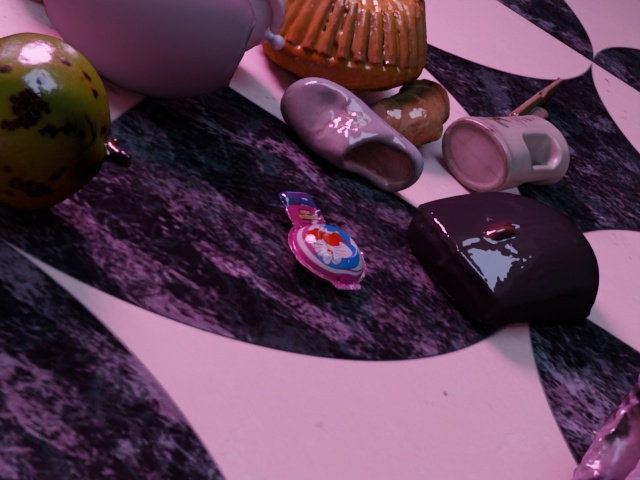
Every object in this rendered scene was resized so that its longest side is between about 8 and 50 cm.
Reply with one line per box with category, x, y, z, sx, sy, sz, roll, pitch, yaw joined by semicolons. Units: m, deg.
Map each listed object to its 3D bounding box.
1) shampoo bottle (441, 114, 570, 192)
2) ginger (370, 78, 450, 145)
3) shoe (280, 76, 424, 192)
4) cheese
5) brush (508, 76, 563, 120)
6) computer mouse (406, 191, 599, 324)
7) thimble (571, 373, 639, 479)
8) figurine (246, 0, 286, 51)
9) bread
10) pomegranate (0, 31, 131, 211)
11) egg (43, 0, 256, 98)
shampoo bottle;0.276;-0.124;1.607;0.234;0.087;0.118;-9;48;-50
ginger;0.123;-0.171;1.552;0.095;0.069;0.190;3;23;22
shoe;0.037;-0.122;1.386;0.195;0.079;0.078;34;22;-6
cheese;0.000;0.000;1.211;0.095;0.038;0.145;5;41;-39
brush;0.343;-0.206;1.827;0.048;0.054;0.282;45;31;3
computer mouse;0.238;0.012;1.359;0.269;0.100;0.170;-1;41;-44
thimble;0.324;0.219;1.015;0.157;0.217;0.245;36;23;4
figurine;-0.146;-0.307;1.417;0.236;0.162;0.141;19;60;-1
bread;0.034;-0.283;1.541;0.240;0.139;0.240;13;27;-7
pomegranate;-0.283;-0.096;0.988;0.220;0.156;0.156;-9;46;-22
egg;-0.191;-0.250;1.265;0.232;0.176;0.176;16;33;-13
